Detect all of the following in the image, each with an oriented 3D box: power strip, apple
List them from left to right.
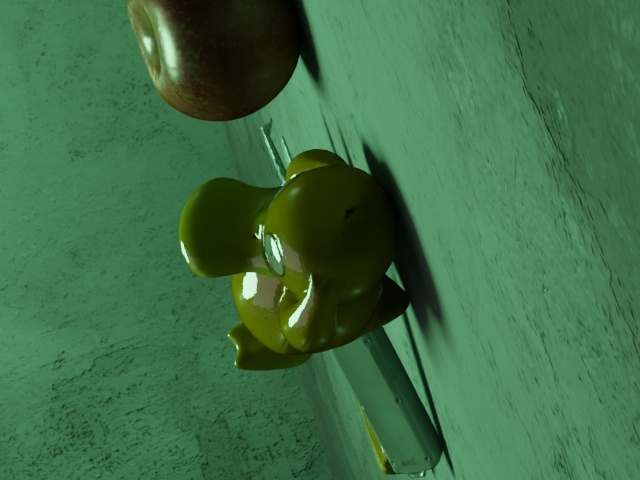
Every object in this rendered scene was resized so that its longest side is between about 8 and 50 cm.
[{"bbox_3d":[-0.102,-0.221,2.018,0.201,0.162,0.201,161,90,-74],"label":"apple"},{"bbox_3d":[0.048,0.126,1.978,0.027,0.060,0.252,-45,-66,-47],"label":"power strip"}]

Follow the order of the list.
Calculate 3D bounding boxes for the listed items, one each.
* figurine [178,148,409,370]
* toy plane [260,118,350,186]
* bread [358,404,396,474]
[{"bbox_3d":[-0.011,0.017,1.813,0.228,0.215,0.215,55,-168,-60],"label":"figurine"},{"bbox_3d":[-0.004,0.002,2.054,0.251,0.101,0.255,55,168,27],"label":"toy plane"},{"bbox_3d":[0.075,0.194,2.194,0.074,0.053,0.132,86,165,-57],"label":"bread"}]
